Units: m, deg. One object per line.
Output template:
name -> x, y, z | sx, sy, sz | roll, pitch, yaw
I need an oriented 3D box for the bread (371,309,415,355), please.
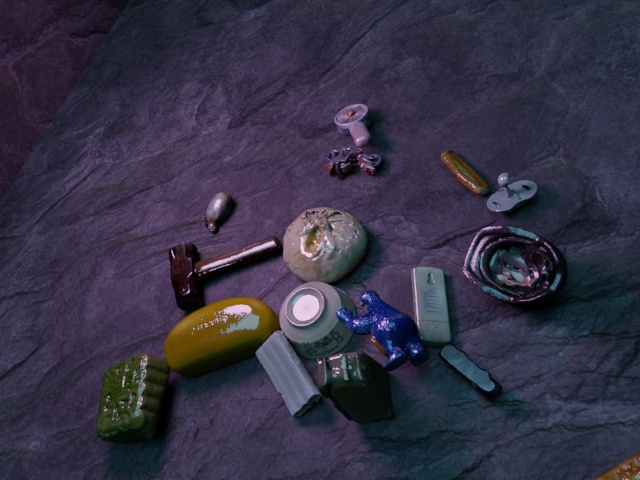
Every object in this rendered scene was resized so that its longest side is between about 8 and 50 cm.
bread -> 0.208, 0.260, 1.495 | 0.132, 0.053, 0.074 | -40, 53, -3

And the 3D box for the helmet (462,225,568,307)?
helmet -> 0.528, 0.076, 1.411 | 0.253, 0.154, 0.198 | 22, 90, 52

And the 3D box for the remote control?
remote control -> 0.308, 0.181, 1.491 | 0.098, 0.038, 0.233 | 6, 59, -7

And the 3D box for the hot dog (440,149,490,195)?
hot dog -> 0.449, -0.210, 1.685 | 0.066, 0.047, 0.215 | -12, 47, -29

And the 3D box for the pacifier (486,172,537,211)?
pacifier -> 0.551, -0.151, 1.564 | 0.150, 0.116, 0.126 | -28, 27, 10

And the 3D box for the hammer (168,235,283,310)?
hammer -> -0.326, 0.068, 1.835 | 0.409, 0.095, 0.242 | -21, 54, 9

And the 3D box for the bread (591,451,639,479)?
bread -> 0.620, 0.515, 1.101 | 0.271, 0.139, 0.077 | -29, 43, 3

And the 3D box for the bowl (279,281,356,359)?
bowl -> -0.024, 0.220, 1.582 | 0.238, 0.126, 0.237 | -13, 55, 18

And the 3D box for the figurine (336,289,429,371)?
figurine -> 0.176, 0.217, 1.401 | 0.262, 0.164, 0.120 | 45, 127, 35

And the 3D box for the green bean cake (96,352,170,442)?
green bean cake -> -0.576, 0.489, 1.635 | 0.222, 0.125, 0.248 | -25, 54, 26

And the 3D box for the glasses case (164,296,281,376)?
glasses case -> -0.312, 0.287, 1.657 | 0.371, 0.141, 0.173 | -22, 53, 10

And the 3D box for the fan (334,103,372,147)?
fan -> 0.130, -0.407, 1.904 | 0.130, 0.074, 0.244 | -23, 39, 5

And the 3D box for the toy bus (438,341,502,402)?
toy bus -> 0.381, 0.336, 1.360 | 0.057, 0.072, 0.172 | -45, 55, -6

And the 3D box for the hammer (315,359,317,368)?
hammer -> 0.042, 0.347, 1.542 | 0.123, 0.014, 0.029 | -15, 64, 12

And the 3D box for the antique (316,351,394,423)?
antique -> 0.086, 0.356, 1.346 | 0.125, 0.284, 0.150 | -16, 56, 15

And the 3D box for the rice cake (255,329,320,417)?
rice cake -> -0.097, 0.379, 1.523 | 0.127, 0.043, 0.237 | -51, 57, 28

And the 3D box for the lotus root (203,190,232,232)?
lotus root -> -0.383, -0.111, 1.978 | 0.088, 0.088, 0.165 | 21, 80, 33

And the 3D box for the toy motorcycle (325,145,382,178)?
toy motorcycle -> 0.106, -0.265, 1.854 | 0.213, 0.084, 0.118 | 11, 57, 24

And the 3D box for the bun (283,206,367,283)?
bun -> 0.000, 0.000, 1.694 | 0.287, 0.146, 0.287 | -13, 53, 18
